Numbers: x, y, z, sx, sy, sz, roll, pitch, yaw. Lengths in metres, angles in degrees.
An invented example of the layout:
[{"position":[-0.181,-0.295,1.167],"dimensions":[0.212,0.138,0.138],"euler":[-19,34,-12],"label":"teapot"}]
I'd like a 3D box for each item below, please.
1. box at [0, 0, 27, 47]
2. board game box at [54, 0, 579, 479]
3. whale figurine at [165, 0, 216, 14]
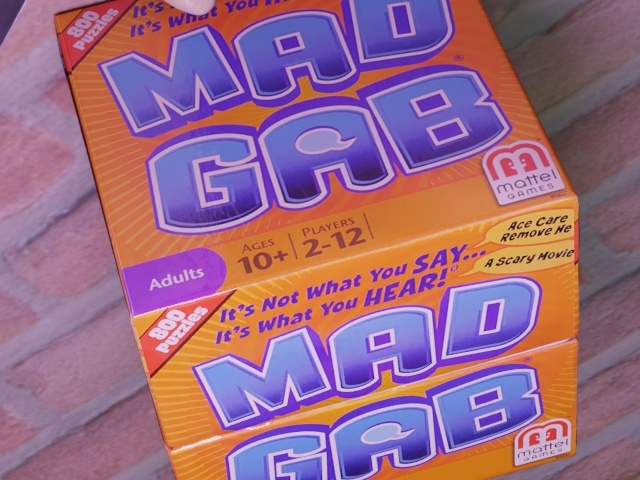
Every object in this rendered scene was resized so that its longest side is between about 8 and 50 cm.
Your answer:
[{"position":[-0.314,-0.231,1.411],"dimensions":[0.158,0.156,0.093],"euler":[13,129,-33],"label":"box"},{"position":[0.000,0.000,1.635],"dimensions":[0.356,0.356,0.356],"euler":[-15,140,-5],"label":"board game box"},{"position":[-0.102,-0.292,1.455],"dimensions":[0.216,0.141,0.272],"euler":[28,153,6],"label":"whale figurine"}]
